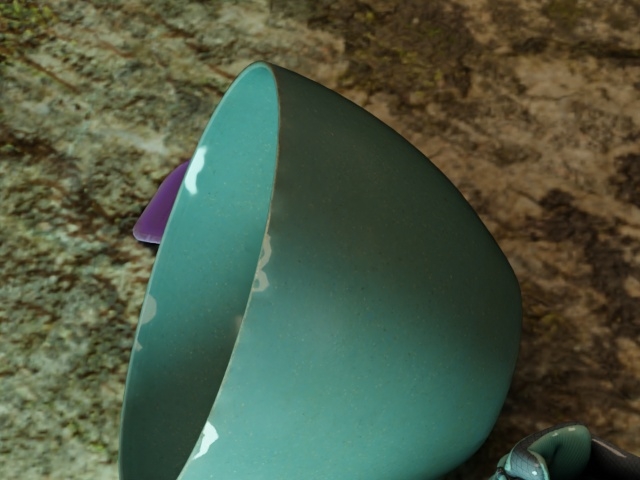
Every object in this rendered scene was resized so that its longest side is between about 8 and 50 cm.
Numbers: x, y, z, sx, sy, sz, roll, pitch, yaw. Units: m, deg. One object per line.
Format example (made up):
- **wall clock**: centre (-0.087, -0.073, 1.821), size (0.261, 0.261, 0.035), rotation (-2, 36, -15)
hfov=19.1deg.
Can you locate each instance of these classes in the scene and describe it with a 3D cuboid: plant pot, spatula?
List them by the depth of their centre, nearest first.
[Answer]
- **plant pot**: centre (0.011, 0.053, 1.194), size (0.195, 0.290, 0.290), rotation (16, 59, -15)
- **spatula**: centre (0.000, 0.000, 1.348), size (0.296, 0.030, 0.084), rotation (18, 64, 25)

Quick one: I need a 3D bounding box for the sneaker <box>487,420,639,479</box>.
- **sneaker**: centre (0.133, 0.158, 1.111), size (0.283, 0.122, 0.110), rotation (-5, 29, 44)
